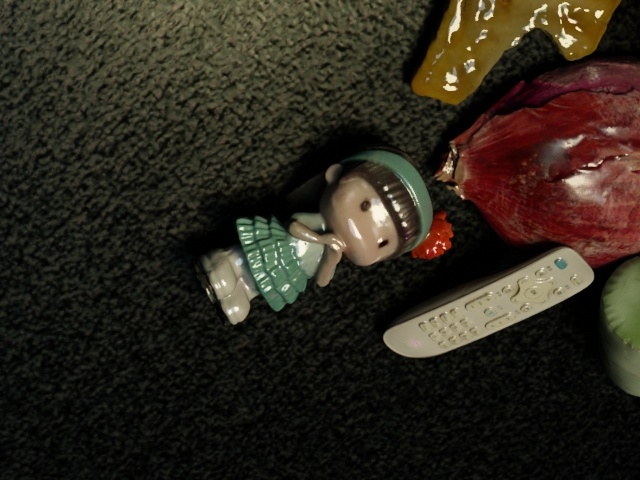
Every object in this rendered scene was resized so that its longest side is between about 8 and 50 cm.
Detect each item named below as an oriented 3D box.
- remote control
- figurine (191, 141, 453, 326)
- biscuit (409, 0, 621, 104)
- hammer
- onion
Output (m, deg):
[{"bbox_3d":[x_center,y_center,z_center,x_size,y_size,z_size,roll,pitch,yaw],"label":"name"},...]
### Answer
[{"bbox_3d":[0.166,0.061,1.965,0.229,0.044,0.073,-27,134,22],"label":"remote control"},{"bbox_3d":[0.000,0.000,1.881,0.245,0.110,0.138,-27,130,-3],"label":"figurine"},{"bbox_3d":[0.194,-0.205,1.889,0.183,0.039,0.174,12,108,-23],"label":"biscuit"},{"bbox_3d":[0.444,0.043,1.999,0.335,0.119,0.206,-25,161,-2],"label":"hammer"},{"bbox_3d":[0.256,-0.064,1.933,0.283,0.120,0.227,-4,111,-18],"label":"onion"}]
